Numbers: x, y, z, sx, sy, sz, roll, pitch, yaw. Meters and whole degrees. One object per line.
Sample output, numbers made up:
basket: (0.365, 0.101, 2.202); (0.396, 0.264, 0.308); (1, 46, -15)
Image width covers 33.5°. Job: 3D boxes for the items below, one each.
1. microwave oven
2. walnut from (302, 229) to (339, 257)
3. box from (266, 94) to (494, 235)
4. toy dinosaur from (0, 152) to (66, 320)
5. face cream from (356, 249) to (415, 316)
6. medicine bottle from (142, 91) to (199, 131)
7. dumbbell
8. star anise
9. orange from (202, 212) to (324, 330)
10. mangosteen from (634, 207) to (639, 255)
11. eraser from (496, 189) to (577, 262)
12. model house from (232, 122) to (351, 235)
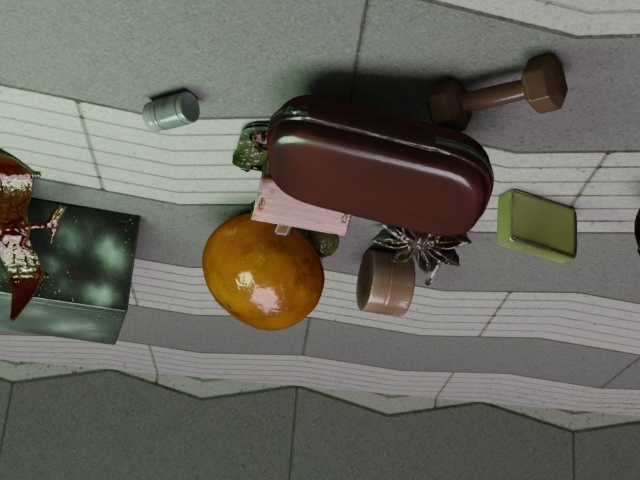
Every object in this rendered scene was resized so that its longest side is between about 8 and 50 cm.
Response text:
microwave oven: (-0.667, 0.072, 2.500); (0.431, 0.236, 0.374); (10, 157, -13)
walnut: (0.000, 0.000, 2.405); (0.092, 0.092, 0.092); (4, 158, 2)
box: (0.101, -0.128, 1.854); (0.403, 0.108, 0.263); (15, 153, 7)
toy dinosaur: (-0.651, -0.010, 2.236); (0.206, 0.327, 0.113); (20, -173, -14)
face cream: (0.154, 0.101, 2.527); (0.104, 0.149, 0.149); (9, 157, -12)
medicine bottle: (-0.270, -0.231, 1.916); (0.091, 0.058, 0.058); (-10, 154, 31)
dumbbell: (0.289, -0.239, 1.758); (0.230, 0.092, 0.082); (-10, 123, 33)
star anise: (0.228, 0.004, 2.366); (0.230, 0.081, 0.262); (-4, 145, 19)
orange: (-0.128, 0.070, 2.356); (0.283, 0.226, 0.284); (34, 157, 17)
mangosteen: (0.749, -0.028, 2.050); (0.231, 0.231, 0.289); (24, 124, -40)
eraser: (0.449, -0.027, 2.200); (0.172, 0.117, 0.058); (15, 156, -24)
model house: (-0.025, -0.104, 2.057); (0.293, 0.154, 0.207); (9, 159, -10)
